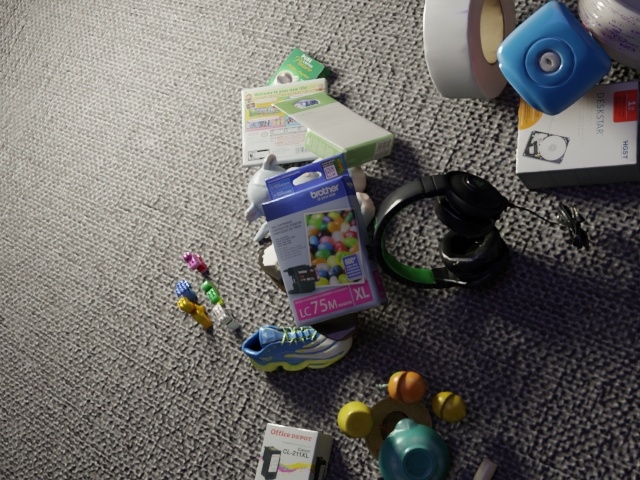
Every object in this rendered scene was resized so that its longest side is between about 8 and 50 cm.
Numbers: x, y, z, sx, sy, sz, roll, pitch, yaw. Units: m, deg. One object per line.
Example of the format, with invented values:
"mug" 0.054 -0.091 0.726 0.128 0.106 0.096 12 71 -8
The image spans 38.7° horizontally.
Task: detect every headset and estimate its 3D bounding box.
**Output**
"headset" 0.298 -0.008 1.746 0.394 0.243 0.185 -10 37 2

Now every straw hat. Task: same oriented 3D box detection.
"straw hat" 0.144 0.363 1.778 0.144 0.061 0.145 -1 96 -7

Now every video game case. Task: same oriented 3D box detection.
"video game case" -0.083 -0.277 2.156 0.212 0.023 0.193 -6 77 15

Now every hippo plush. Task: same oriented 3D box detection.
"hippo plush" -0.045 -0.113 1.978 0.294 0.236 0.234 14 77 32

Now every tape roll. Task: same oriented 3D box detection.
"tape roll" 0.313 -0.436 1.887 0.100 0.286 0.286 5 72 31

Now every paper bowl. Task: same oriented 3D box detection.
"paper bowl" 0.633 -0.434 1.746 0.284 0.148 0.284 5 50 -5

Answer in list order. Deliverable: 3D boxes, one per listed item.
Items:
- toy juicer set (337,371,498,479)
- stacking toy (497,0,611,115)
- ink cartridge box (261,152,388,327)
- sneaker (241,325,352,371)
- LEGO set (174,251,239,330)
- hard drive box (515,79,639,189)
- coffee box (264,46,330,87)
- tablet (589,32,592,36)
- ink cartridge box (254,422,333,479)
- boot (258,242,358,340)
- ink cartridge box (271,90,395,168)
"toy juicer set" 0.206 0.390 1.714 0.209 0.089 0.329 -41 88 -5
"stacking toy" 0.472 -0.370 1.793 0.166 0.302 0.175 -41 89 29
"ink cartridge box" 0.000 0.000 1.798 0.185 0.065 0.311 -17 85 20
"sneaker" -0.058 0.221 1.914 0.240 0.126 0.091 -18 62 22
"LEGO set" -0.287 0.126 2.099 0.087 0.093 0.227 -41 56 9
"hard drive box" 0.513 -0.206 1.799 0.232 0.089 0.181 -4 69 27
"coffee box" -0.072 -0.368 2.217 0.113 0.040 0.184 37 91 32
"tablet" 0.590 -0.413 1.892 0.054 0.006 0.083 -28 59 16
"ink cartridge box" -0.059 0.467 1.845 0.127 0.072 0.175 2 72 30
"boot" -0.009 0.118 1.930 0.112 0.115 0.305 -41 49 -7
"ink cartridge box" 0.024 -0.248 2.031 0.235 0.171 0.056 34 128 31
